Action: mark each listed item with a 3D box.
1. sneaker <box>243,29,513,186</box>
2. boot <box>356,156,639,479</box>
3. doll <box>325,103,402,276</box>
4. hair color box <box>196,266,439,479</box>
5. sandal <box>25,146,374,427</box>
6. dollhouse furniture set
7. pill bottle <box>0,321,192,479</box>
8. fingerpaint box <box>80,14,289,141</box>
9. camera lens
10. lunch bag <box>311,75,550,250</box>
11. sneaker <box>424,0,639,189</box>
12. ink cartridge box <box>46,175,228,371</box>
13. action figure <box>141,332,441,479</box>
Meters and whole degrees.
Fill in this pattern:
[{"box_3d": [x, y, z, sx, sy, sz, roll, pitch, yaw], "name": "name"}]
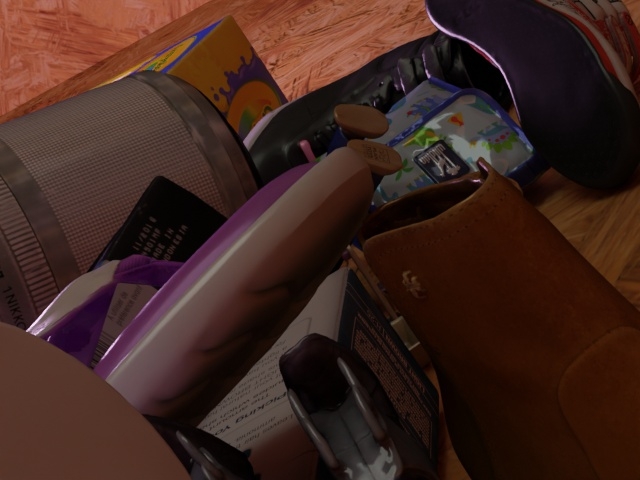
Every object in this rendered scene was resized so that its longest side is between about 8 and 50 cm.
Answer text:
[{"box_3d": [0.048, -0.100, 1.538, 0.295, 0.105, 0.147, -37, 10, -31], "name": "sneaker"}, {"box_3d": [0.113, 0.070, 0.678, 0.104, 0.211, 0.295, -38, 16, -15], "name": "boot"}, {"box_3d": [0.000, 0.000, 1.289, 0.129, 0.046, 0.189, -107, 32, -43], "name": "doll"}, {"box_3d": [-0.039, 0.155, 0.923, 0.174, 0.105, 0.347, -32, 15, 15], "name": "hair color box"}, {"box_3d": [-0.142, 0.099, 0.805, 0.416, 0.102, 0.169, -47, -4, 9], "name": "sandal"}, {"box_3d": [0.048, 0.029, 1.184, 0.091, 0.081, 0.114, -34, 15, -2], "name": "dollhouse furniture set"}, {"box_3d": [-0.211, 0.190, 0.639, 0.363, 0.210, 0.210, -39, 11, 28], "name": "pill bottle"}, {"box_3d": [-0.272, 0.000, 1.776, 0.371, 0.163, 0.445, -21, 20, 38], "name": "fingerpaint box"}, {"box_3d": [-0.187, 0.009, 1.377, 0.274, 0.219, 0.219, -24, 10, -24], "name": "camera lens"}, {"box_3d": [0.081, -0.045, 1.344, 0.129, 0.096, 0.151, -36, 30, -10], "name": "lunch bag"}, {"box_3d": [0.196, -0.125, 1.334, 0.270, 0.145, 0.090, 54, 126, 46], "name": "sneaker"}, {"box_3d": [-0.184, 0.134, 1.093, 0.371, 0.069, 0.176, -52, 9, 40], "name": "ink cartridge box"}, {"box_3d": [0.034, 0.157, 0.638, 0.185, 0.099, 0.285, -35, 47, -4], "name": "action figure"}]
